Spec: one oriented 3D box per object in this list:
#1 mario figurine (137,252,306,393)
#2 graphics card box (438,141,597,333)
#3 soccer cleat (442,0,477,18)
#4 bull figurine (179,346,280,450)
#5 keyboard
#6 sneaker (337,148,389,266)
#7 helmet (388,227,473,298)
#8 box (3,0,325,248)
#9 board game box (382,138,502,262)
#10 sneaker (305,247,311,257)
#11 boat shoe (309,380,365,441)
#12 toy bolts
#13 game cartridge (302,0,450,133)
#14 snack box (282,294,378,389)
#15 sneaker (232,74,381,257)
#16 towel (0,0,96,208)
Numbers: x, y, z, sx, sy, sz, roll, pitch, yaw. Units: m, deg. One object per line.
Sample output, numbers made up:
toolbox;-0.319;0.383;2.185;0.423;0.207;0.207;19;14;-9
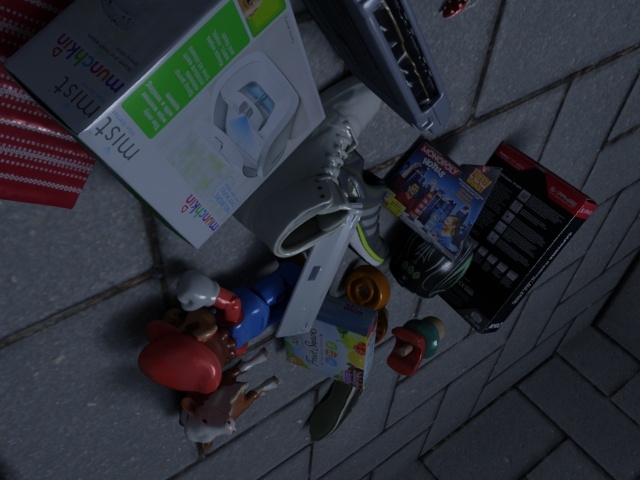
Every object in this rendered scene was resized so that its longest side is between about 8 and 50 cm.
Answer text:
mario figurine;-0.164;0.112;0.985;0.320;0.170;0.198;-32;111;-38
graphics card box;0.401;-0.001;1.348;0.094;0.233;0.371;5;122;-51
soccer cleat;0.221;-0.364;0.920;0.083;0.029;0.035;-47;144;-4
bull figurine;-0.174;0.281;1.066;0.188;0.101;0.310;-28;177;-25
keyboard;-0.004;0.051;0.968;0.072;0.014;0.256;3;120;-40
sneaker;0.072;-0.050;1.042;0.121;0.111;0.300;-47;150;-2
helmet;0.240;0.026;1.269;0.169;0.169;0.161;3;131;-50
box;-0.136;-0.151;0.624;0.231;0.127;0.262;-47;158;-10
board game box;0.236;-0.094;1.137;0.194;0.194;0.060;-50;-173;6
sneaker;0.000;0.000;1.066;0.052;0.058;0.135;-17;171;5
boat shoe;0.048;0.443;1.601;0.069;0.081;0.227;8;118;-48
toy bolts;0.159;0.158;1.288;0.158;0.229;0.218;-21;129;-50
game cartridge;0.043;-0.254;0.686;0.060;0.196;0.294;-46;148;2
snack box;0.017;0.192;1.188;0.207;0.175;0.070;91;23;-49
sneaker;0.013;-0.100;0.859;0.292;0.169;0.108;-43;146;-4
towel;-0.286;-0.153;0.588;0.199;0.031;0.274;9;120;-53
